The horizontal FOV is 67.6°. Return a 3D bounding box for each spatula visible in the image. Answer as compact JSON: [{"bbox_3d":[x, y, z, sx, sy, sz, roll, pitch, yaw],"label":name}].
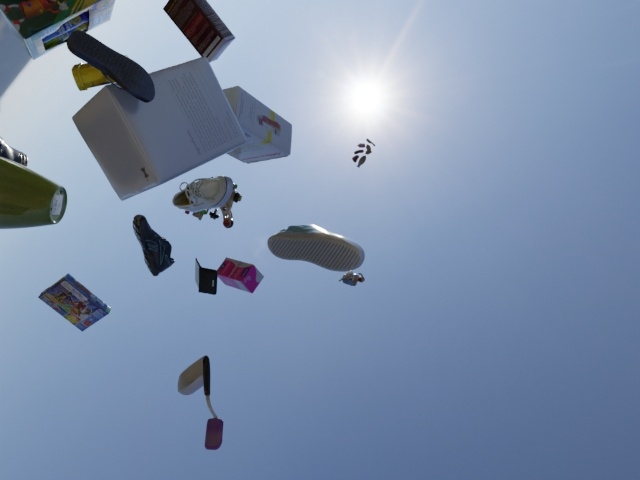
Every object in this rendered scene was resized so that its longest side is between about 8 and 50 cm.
[{"bbox_3d":[-0.358,0.524,1.554,0.084,0.030,0.297,-13,-98,35],"label":"spatula"}]

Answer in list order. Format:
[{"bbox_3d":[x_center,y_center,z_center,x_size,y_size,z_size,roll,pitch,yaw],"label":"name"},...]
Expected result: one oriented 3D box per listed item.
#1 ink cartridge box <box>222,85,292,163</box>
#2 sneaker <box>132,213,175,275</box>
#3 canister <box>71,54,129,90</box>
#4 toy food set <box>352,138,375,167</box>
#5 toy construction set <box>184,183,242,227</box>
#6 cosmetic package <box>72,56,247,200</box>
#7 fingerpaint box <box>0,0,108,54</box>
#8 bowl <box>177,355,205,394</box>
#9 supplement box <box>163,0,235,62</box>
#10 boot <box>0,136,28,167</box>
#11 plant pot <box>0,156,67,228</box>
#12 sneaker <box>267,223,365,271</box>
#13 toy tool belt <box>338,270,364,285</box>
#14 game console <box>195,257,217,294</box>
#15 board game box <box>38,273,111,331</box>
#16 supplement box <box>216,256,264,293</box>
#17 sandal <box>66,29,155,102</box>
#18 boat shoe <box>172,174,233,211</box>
[{"bbox_3d":[-0.339,-0.479,2.038,0.279,0.384,0.160,-3,-103,30],"label":"ink cartridge box"},{"bbox_3d":[-0.628,0.007,1.802,0.106,0.267,0.101,-25,-138,-24],"label":"sneaker"},{"bbox_3d":[-0.702,-0.547,1.553,0.169,0.073,0.126,-16,-147,-10],"label":"canister"},{"bbox_3d":[0.179,-0.384,2.076,0.122,0.078,0.019,-50,-146,12],"label":"toy food set"},{"bbox_3d":[-0.565,-0.221,2.547,0.257,0.309,0.237,27,-84,22],"label":"toy construction set"},{"bbox_3d":[-0.544,-0.381,1.648,0.329,0.327,0.393,-9,-158,46],"label":"cosmetic package"},{"bbox_3d":[-0.993,-0.877,1.825,0.371,0.163,0.445,-38,-156,-17],"label":"fingerpaint box"},{"bbox_3d":[-0.485,0.534,1.861,0.142,0.053,0.142,-36,-160,-2],"label":"bowl"},{"bbox_3d":[-0.432,-0.774,1.704,0.130,0.239,0.073,-30,-165,39],"label":"supplement box"},{"bbox_3d":[-1.398,-0.269,1.965,0.377,0.138,0.284,-61,177,-8],"label":"boot"},{"bbox_3d":[-1.051,-0.148,1.643,0.275,0.293,0.275,-168,-90,-84],"label":"plant pot"},{"bbox_3d":[0.000,0.000,1.649,0.365,0.135,0.150,12,-143,26],"label":"sneaker"},{"bbox_3d":[0.102,0.132,1.593,0.051,0.052,0.083,-22,-162,-34],"label":"toy tool belt"},{"bbox_3d":[-0.452,0.141,1.883,0.071,0.107,0.122,-80,180,-57],"label":"game console"},{"bbox_3d":[-0.882,0.226,1.720,0.136,0.201,0.035,-32,-152,11],"label":"board game box"},{"bbox_3d":[-0.415,0.176,2.439,0.220,0.114,0.111,11,-123,38],"label":"supplement box"},{"bbox_3d":[-0.581,-0.484,1.343,0.054,0.254,0.097,-22,-137,43],"label":"sandal"},{"bbox_3d":[-0.542,-0.210,2.101,0.367,0.156,0.136,-10,-101,44],"label":"boat shoe"}]
